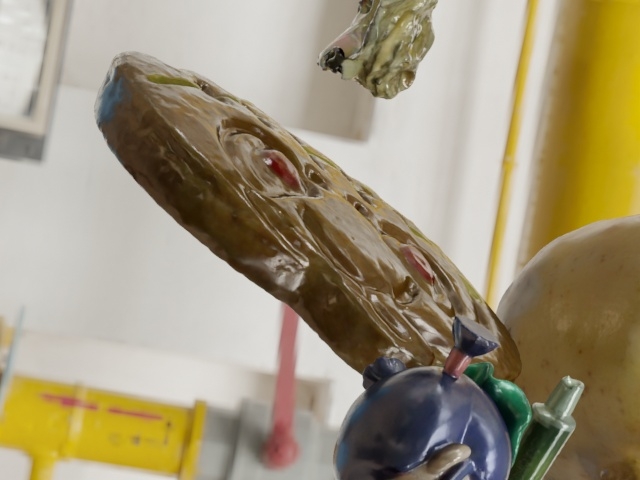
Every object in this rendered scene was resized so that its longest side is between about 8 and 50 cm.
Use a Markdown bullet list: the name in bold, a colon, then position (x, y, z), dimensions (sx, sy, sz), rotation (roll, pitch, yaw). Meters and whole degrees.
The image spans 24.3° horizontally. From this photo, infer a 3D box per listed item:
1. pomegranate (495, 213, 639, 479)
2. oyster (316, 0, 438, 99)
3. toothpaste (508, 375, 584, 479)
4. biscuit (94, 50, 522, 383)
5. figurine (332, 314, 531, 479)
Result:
- **pomegranate**: position (0.319, 0.136, 1.431), dimensions (0.342, 0.343, 0.342), rotation (-170, -90, -81)
- **oyster**: position (0.054, -0.164, 1.035), dimensions (0.132, 0.072, 0.209), rotation (-75, -170, -45)
- **toothpaste**: position (0.117, 0.176, 0.978), dimensions (0.204, 0.031, 0.049), rotation (-62, 172, 16)
- **biscuit**: position (0.006, -0.007, 1.136), dimensions (0.070, 0.394, 0.350), rotation (-50, -145, 11)
- **figurine**: position (0.045, 0.132, 0.789), dimensions (0.111, 0.102, 0.195), rotation (-29, -167, 42)
